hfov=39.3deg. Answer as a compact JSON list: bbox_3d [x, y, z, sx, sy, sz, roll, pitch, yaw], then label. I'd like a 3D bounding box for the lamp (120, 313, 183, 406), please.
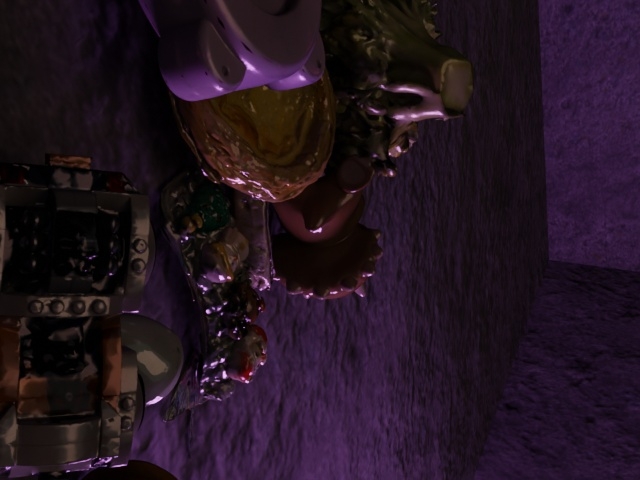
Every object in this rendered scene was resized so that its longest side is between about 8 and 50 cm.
[{"bbox_3d":[-0.223,0.111,0.970,0.193,0.106,0.106,55,47,-44],"label":"lamp"}]

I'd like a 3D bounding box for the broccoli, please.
[{"bbox_3d":[0.070,-0.258,1.354,0.324,0.272,0.334,6,101,-26],"label":"broccoli"}]

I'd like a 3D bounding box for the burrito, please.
[{"bbox_3d":[-0.096,-0.020,1.238,0.058,0.063,0.229,-63,153,-73],"label":"burrito"}]

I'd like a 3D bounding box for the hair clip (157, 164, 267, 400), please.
[{"bbox_3d":[-0.122,0.062,1.165,0.138,0.091,0.321,-52,141,-49],"label":"hair clip"}]

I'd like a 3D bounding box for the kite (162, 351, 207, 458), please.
[{"bbox_3d":[-0.172,0.224,1.212,0.139,0.011,0.156,-9,104,-62],"label":"kite"}]

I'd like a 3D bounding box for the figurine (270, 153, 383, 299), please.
[{"bbox_3d":[0.004,0.001,1.303,0.247,0.177,0.173,114,-26,-68],"label":"figurine"}]

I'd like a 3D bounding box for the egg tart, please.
[{"bbox_3d":[-0.091,-0.177,1.118,0.279,0.095,0.278,15,68,-44],"label":"egg tart"}]

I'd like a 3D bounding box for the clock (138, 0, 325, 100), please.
[{"bbox_3d":[-0.107,-0.319,0.973,0.295,0.113,0.322,-23,102,-58],"label":"clock"}]

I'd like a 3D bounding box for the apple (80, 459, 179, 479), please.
[{"bbox_3d":[-0.209,0.322,0.978,0.146,0.163,0.147,-9,130,-26],"label":"apple"}]

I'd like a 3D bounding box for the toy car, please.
[{"bbox_3d":[-0.247,0.071,0.815,0.193,0.118,0.301,4,97,-33],"label":"toy car"}]
